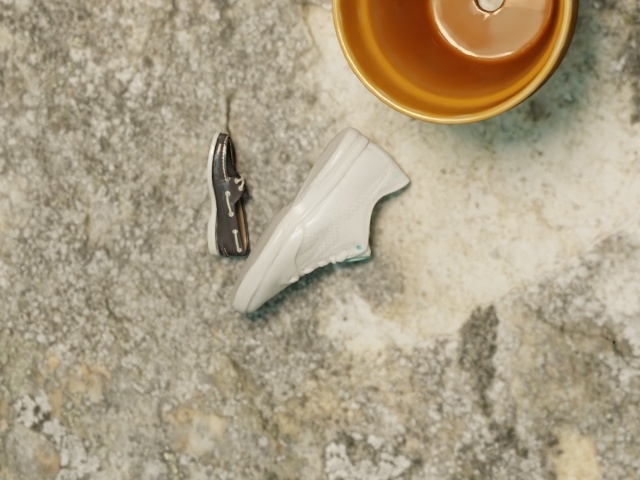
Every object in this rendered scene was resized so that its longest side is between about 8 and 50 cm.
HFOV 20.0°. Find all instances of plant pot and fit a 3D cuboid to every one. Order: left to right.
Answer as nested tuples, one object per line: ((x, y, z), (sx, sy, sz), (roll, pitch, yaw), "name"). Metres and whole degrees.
((0.133, -0.211, 1.592), (0.205, 0.188, 0.205), (2, 98, 16), "plant pot")

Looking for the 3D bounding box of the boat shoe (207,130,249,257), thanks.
((-0.088, -0.044, 1.759), (0.038, 0.046, 0.125), (4, 103, 15), "boat shoe")

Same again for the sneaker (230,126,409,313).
((0.000, 0.000, 1.728), (0.094, 0.080, 0.212), (35, 105, -12), "sneaker")
